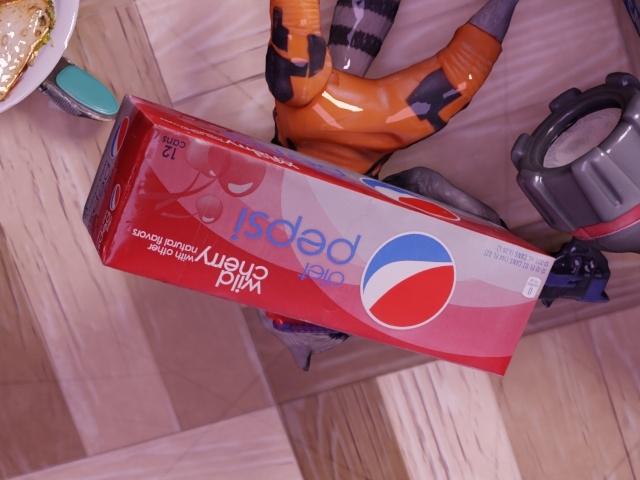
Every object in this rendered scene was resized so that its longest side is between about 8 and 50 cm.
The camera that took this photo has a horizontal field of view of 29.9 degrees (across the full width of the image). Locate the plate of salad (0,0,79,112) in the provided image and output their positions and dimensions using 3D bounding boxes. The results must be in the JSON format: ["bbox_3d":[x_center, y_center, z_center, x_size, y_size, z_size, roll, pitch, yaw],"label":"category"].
[{"bbox_3d":[-0.275,-0.178,0.865,0.200,0.048,0.199,-1,78,4],"label":"plate of salad"}]

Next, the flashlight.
[{"bbox_3d":[0.251,0.029,0.798,0.103,0.103,0.304,-36,113,16],"label":"flashlight"}]

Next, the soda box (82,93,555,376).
[{"bbox_3d":[0.000,0.000,0.708,0.263,0.092,0.083,17,101,-23],"label":"soda box"}]

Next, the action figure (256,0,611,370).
[{"bbox_3d":[0.054,-0.057,0.852,0.341,0.178,0.330,12,113,-25],"label":"action figure"}]

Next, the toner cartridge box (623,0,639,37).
[{"bbox_3d":[0.361,-0.207,0.734,0.348,0.165,0.075,-17,128,11],"label":"toner cartridge box"}]

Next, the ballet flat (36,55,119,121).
[{"bbox_3d":[-0.203,-0.121,0.906,0.114,0.041,0.041,39,105,-2],"label":"ballet flat"}]
